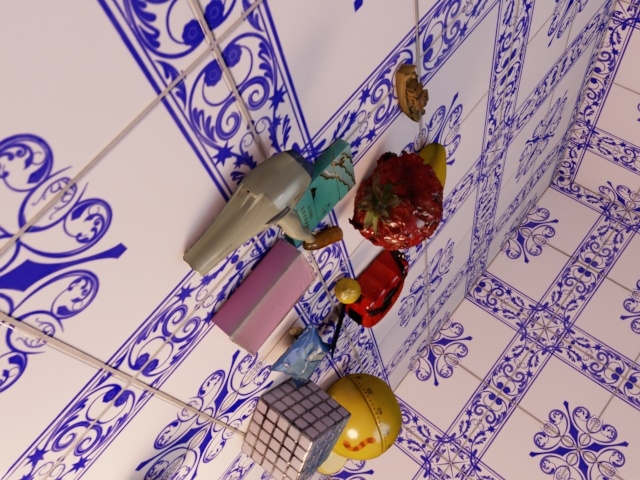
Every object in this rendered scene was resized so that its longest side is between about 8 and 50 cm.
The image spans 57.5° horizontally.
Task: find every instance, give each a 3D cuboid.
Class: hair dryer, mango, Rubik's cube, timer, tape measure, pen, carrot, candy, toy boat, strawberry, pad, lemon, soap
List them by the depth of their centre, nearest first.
[{"bbox_3d":[-0.133,-0.013,1.168,0.296,0.119,0.298,-33,148,-19],"label":"hair dryer"},{"bbox_3d":[-0.130,0.139,1.401,0.259,0.081,0.181,-50,154,-10],"label":"soap"},{"bbox_3d":[0.231,-0.361,1.446,0.064,0.072,0.206,-54,157,-8],"label":"toy boat"},{"bbox_3d":[0.000,0.000,1.515,0.139,0.048,0.048,-24,141,-46],"label":"carrot"},{"bbox_3d":[0.218,-0.096,1.539,0.220,0.274,0.274,15,109,-39],"label":"strawberry"},{"bbox_3d":[0.299,-0.159,1.735,0.316,0.119,0.176,-66,-169,-12],"label":"mango"},{"bbox_3d":[-0.051,0.359,1.783,0.187,0.077,0.331,-48,158,-6],"label":"candy"},{"bbox_3d":[-0.049,0.298,1.810,0.040,0.032,0.233,-32,156,4],"label":"pen"},{"bbox_3d":[0.083,0.156,1.818,0.082,0.082,0.111,-59,160,8],"label":"lemon"},{"bbox_3d":[-0.083,0.622,1.912,0.237,0.238,0.237,-18,135,-54],"label":"Rubik's cube"},{"bbox_3d":[0.059,0.296,1.946,0.127,0.004,0.190,89,15,-52],"label":"pad"},{"bbox_3d":[0.198,0.178,2.019,0.253,0.114,0.260,-44,154,-23],"label":"tape measure"},{"bbox_3d":[0.120,0.717,2.336,0.387,0.376,0.376,-22,145,-16],"label":"timer"}]

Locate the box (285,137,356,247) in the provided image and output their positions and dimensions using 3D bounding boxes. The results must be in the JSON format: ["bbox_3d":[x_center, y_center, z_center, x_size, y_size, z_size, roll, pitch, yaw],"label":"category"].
[{"bbox_3d":[-0.007,-0.110,1.360,0.229,0.041,0.162,-47,154,-18],"label":"box"}]
